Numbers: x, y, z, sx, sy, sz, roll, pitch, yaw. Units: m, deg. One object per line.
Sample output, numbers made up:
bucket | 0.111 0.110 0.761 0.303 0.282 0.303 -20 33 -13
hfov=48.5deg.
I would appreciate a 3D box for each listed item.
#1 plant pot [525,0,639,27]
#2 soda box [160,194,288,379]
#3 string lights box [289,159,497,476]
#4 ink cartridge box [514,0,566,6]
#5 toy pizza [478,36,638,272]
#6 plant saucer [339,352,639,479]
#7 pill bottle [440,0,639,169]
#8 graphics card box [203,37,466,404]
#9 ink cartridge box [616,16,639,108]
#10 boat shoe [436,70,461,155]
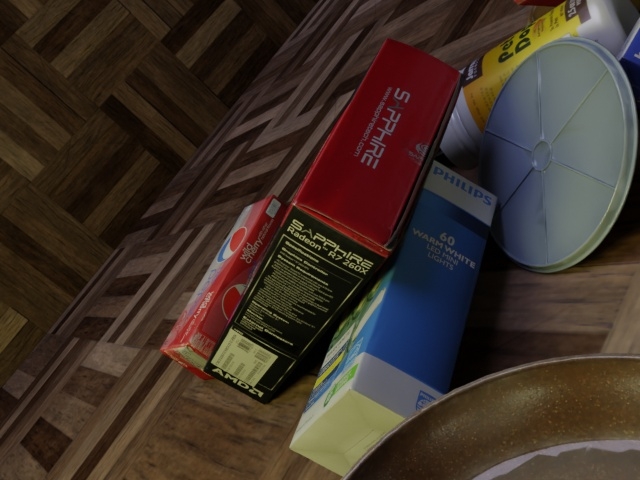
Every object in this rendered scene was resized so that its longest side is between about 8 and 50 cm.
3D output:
plant pot | 0.355 -0.329 0.905 0.236 0.032 0.236 -41 21 19
soda box | -0.117 0.065 1.015 0.092 0.083 0.263 -18 38 53
string lights box | 0.070 0.066 0.625 0.133 0.076 0.260 -56 7 49
ink cartridge box | 0.308 -0.385 0.711 0.114 0.197 0.273 -7 -5 -25
toy pizza | 0.204 -0.072 0.616 0.201 0.032 0.201 -176 90 -69
plant saucer | 0.116 0.184 0.289 0.310 0.050 0.311 -19 37 15
pill bottle | 0.220 -0.155 0.724 0.215 0.117 0.117 -29 27 40
graphics card box | 0.000 0.000 0.737 0.233 0.094 0.371 -64 3 -35
ink cartridge box | 0.326 -0.188 0.596 0.207 0.097 0.046 -54 -10 -20
boat shoe | 0.100 -0.160 0.959 0.091 0.114 0.302 -32 11 -26
